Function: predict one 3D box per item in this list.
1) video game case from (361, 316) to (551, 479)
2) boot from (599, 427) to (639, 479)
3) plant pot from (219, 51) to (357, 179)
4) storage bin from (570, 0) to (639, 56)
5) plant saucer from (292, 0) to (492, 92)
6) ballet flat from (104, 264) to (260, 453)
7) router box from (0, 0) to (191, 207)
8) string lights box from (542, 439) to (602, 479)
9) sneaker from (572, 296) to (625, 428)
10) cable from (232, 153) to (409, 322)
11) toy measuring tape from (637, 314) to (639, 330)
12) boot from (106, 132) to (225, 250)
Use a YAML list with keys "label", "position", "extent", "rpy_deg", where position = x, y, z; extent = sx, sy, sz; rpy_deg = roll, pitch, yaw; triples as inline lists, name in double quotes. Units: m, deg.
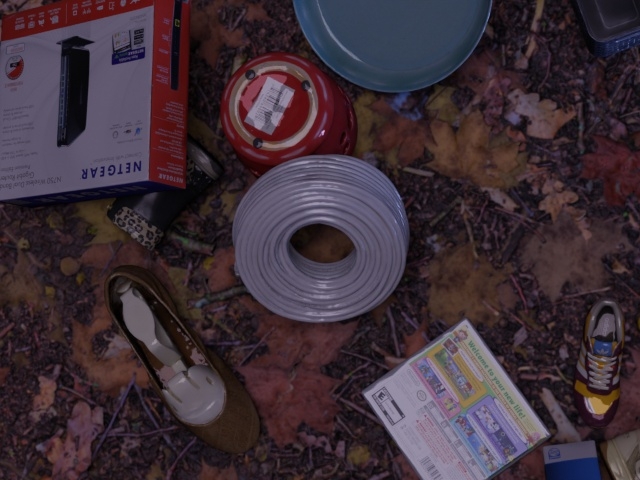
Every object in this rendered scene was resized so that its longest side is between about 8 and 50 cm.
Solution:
- label: "video game case"
  position: [0.196, 0.252, 1.928]
  extent: [0.193, 0.023, 0.212]
  rpy_deg: [-36, 76, 4]
- label: "boot"
  position: [0.527, 0.358, 1.818]
  extent: [0.203, 0.095, 0.262]
  rpy_deg: [-26, 74, 4]
- label: "plant pot"
  position: [-0.048, -0.178, 1.962]
  extent: [0.191, 0.174, 0.191]
  rpy_deg: [-1, 83, 8]
- label: "storage bin"
  position: [0.429, -0.376, 1.947]
  extent: [0.122, 0.084, 0.180]
  rpy_deg: [-19, 80, 7]
- label: "plant saucer"
  position: [0.108, -0.381, 1.972]
  extent: [0.317, 0.044, 0.317]
  rpy_deg: [7, 109, 21]
- label: "ballet flat"
  position: [-0.218, 0.174, 1.964]
  extent: [0.116, 0.124, 0.342]
  rpy_deg: [-36, 77, 4]
- label: "router box"
  position: [-0.346, -0.214, 1.999]
  extent: [0.335, 0.082, 0.301]
  rpy_deg: [-6, 79, 36]
- label: "string lights box"
  position: [0.348, 0.405, 1.749]
  extent: [0.076, 0.133, 0.260]
  rpy_deg: [-9, 36, 9]
- label: "sneaker"
  position: [0.393, 0.172, 1.872]
  extent: [0.069, 0.084, 0.185]
  rpy_deg: [2, 82, 11]
- label: "cable"
  position: [0.000, 0.000, 1.905]
  extent: [0.257, 0.089, 0.257]
  rpy_deg: [5, 123, 1]
- label: "toy measuring tape"
  position: [0.602, 0.149, 1.823]
  extent: [0.330, 0.121, 0.121]
  rpy_deg: [14, 85, 12]
- label: "boot"
  position: [-0.285, -0.116, 2.041]
  extent: [0.236, 0.085, 0.178]
  rpy_deg: [39, 93, 15]
